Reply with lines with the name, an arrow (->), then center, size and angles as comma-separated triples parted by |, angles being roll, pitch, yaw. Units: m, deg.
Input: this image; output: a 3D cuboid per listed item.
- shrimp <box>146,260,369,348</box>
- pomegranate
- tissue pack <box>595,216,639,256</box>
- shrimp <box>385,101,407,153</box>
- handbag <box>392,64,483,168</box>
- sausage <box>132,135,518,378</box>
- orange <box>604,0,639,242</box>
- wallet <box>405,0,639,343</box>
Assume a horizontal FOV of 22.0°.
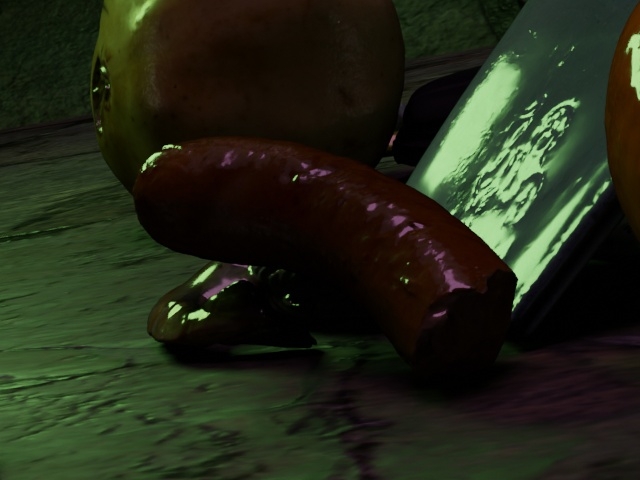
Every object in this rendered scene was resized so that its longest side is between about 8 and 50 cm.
shrimp -> -0.031, 0.034, 1.065 | 0.145, 0.059, 0.254 | -20, 12, -27
pomegranate -> -0.067, -0.165, 1.599 | 0.332, 0.333, 0.332 | -11, 10, 2
tissue pack -> 0.224, -0.014, 1.126 | 0.122, 0.026, 0.193 | -15, 11, -23
shrimp -> 0.088, -0.131, 1.913 | 0.166, 0.049, 0.161 | 0, 18, 45
handbag -> 0.196, -0.124, 1.595 | 0.253, 0.093, 0.308 | -10, 10, 8
sausage -> 0.003, -0.003, 0.957 | 0.103, 0.076, 0.302 | -32, 36, -27
orange -> 0.274, -0.062, 0.776 | 0.283, 0.226, 0.284 | -9, 3, 1
wallet -> 0.149, -0.064, 1.040 | 0.251, 0.054, 0.290 | -54, 20, 2
